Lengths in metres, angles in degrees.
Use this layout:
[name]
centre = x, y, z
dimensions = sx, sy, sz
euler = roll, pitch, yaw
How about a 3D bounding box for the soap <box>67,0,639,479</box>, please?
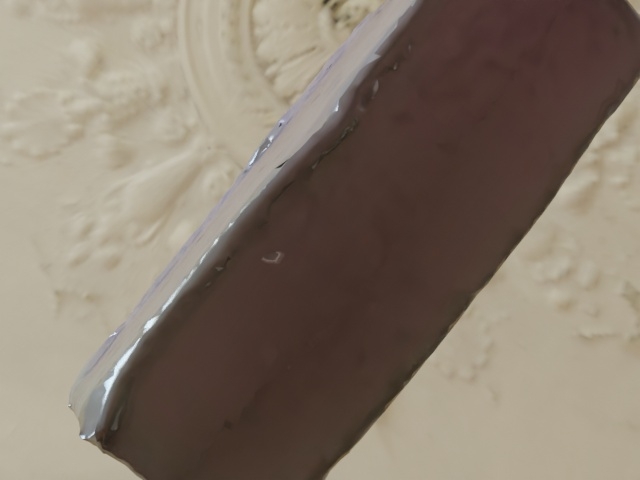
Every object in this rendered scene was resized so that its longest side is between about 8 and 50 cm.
[soap]
centre = 0.000, 0.000, 0.900
dimensions = 0.107, 0.296, 0.285
euler = 40, -96, -4
